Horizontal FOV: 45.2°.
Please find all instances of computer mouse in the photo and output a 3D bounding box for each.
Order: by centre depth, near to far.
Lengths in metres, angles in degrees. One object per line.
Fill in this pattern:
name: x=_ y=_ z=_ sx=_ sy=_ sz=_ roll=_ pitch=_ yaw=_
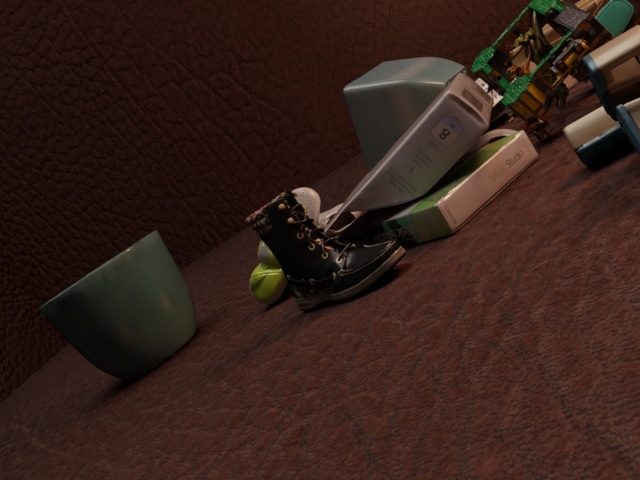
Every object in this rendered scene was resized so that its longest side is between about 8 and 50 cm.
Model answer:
computer mouse: x=0.285 y=-0.162 z=1.429 sx=0.193 sy=0.042 sz=0.106 roll=-30 pitch=-2 yaw=20

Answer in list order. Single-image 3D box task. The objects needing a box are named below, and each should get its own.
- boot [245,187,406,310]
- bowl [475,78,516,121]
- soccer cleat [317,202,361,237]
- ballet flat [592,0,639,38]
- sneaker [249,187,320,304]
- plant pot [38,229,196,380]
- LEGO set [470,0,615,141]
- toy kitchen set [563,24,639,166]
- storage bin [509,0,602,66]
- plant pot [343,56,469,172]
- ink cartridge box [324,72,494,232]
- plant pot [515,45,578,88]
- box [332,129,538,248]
boot: x=-0.002 y=0.001 z=1.139 sx=0.236 sy=0.178 sz=0.085 roll=-26 pitch=11 yaw=49
bowl: x=0.389 y=-0.335 z=1.777 sx=0.170 sy=0.080 sz=0.170 roll=-41 pitch=-9 yaw=-8
soccer cleat: x=0.002 y=-0.029 z=1.734 sx=0.196 sy=0.068 sz=0.076 roll=-29 pitch=12 yaw=15
ballet flat: x=0.643 y=-0.494 z=1.558 sx=0.342 sy=0.116 sz=0.124 roll=-58 pitch=-14 yaw=29
sneaker: x=-0.053 y=0.002 z=1.427 sx=0.240 sy=0.091 sz=0.126 roll=-62 pitch=-16 yaw=21
plant pot: x=-0.407 y=0.155 z=1.644 sx=0.293 sy=0.235 sz=0.293 roll=-32 pitch=8 yaw=5
LEGO set: x=0.432 y=-0.294 z=1.360 sx=0.255 sy=0.192 sz=0.331 roll=-51 pitch=19 yaw=11
toy kitchen set: x=0.350 y=-0.113 z=0.861 sx=0.122 sy=0.166 sz=0.207 roll=-30 pitch=-28 yaw=20
storage bin: x=0.598 y=-0.480 z=1.834 sx=0.260 sy=0.123 sz=0.262 roll=-26 pitch=11 yaw=41
plant pot: x=0.252 y=-0.328 z=1.947 sx=0.252 sy=0.247 sz=0.248 roll=-5 pitch=24 yaw=36
ink cartridge box: x=0.134 y=-0.103 z=1.314 sx=0.385 sy=0.091 sz=0.308 roll=-49 pitch=1 yaw=22
plant pot: x=0.480 y=-0.356 z=1.653 sx=0.109 sy=0.096 sz=0.109 roll=-35 pitch=8 yaw=-2
box: x=0.175 y=-0.062 z=1.272 sx=0.232 sy=0.058 sz=0.322 roll=-38 pitch=8 yaw=-29
